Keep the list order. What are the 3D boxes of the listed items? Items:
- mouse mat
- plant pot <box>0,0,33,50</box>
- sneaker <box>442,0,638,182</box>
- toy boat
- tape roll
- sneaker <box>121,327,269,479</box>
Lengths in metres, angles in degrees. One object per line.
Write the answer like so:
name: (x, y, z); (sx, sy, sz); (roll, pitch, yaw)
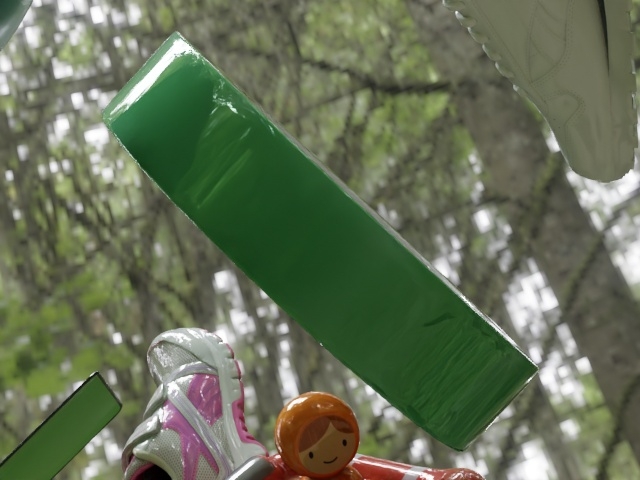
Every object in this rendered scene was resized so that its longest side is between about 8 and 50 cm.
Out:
mouse mat: (-0.265, 0.202, 1.834); (0.152, 0.007, 0.190); (-45, -12, -10)
plant pot: (-0.313, -0.191, 1.120); (0.235, 0.293, 0.293); (-21, -29, -45)
sneaker: (0.104, -0.125, 0.897); (0.094, 0.090, 0.235); (-12, -54, 9)
toy boat: (0.010, 0.176, 1.274); (0.151, 0.231, 0.151); (-36, -59, -42)
tape roll: (0.000, 0.000, 1.180); (0.077, 0.321, 0.321); (-48, -45, 3)
sneaker: (-0.114, 0.165, 1.500); (0.111, 0.252, 0.103); (-8, -53, -16)
